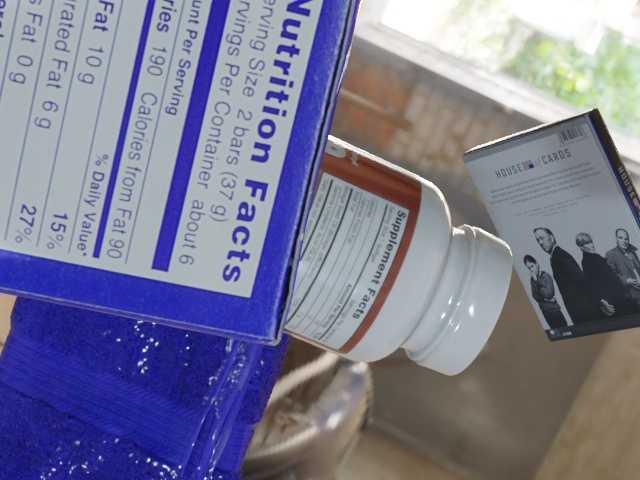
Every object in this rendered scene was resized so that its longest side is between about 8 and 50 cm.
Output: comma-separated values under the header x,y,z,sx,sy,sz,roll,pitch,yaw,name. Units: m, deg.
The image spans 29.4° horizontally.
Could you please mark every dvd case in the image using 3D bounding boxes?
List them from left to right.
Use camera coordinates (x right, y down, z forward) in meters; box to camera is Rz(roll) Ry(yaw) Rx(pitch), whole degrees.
x,y,z,sx,sy,sz,roll,pitch,yaw,name
0.270,-0.010,1.308,0.029,0.238,0.179,-33,-169,-40,dvd case

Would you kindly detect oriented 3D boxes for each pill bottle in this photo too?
x,y,z,sx,sy,sz,roll,pitch,yaw,name
0.000,0.000,0.736,0.121,0.216,0.121,-61,-167,24,pill bottle

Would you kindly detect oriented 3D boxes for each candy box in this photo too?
x,y,z,sx,sy,sz,roll,pitch,yaw,name
-0.164,-0.089,0.416,0.268,0.317,0.122,-119,-137,-71,candy box

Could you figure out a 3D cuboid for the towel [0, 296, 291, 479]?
x,y,z,sx,sy,sz,roll,pitch,yaw,name
-0.152,0.107,0.974,0.076,0.228,0.308,-28,140,-84,towel
